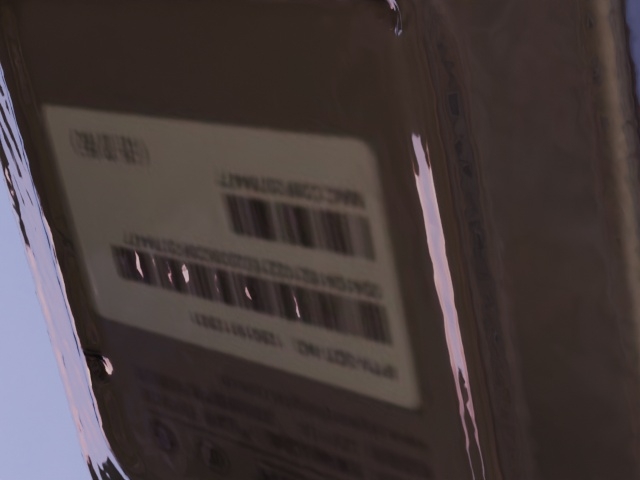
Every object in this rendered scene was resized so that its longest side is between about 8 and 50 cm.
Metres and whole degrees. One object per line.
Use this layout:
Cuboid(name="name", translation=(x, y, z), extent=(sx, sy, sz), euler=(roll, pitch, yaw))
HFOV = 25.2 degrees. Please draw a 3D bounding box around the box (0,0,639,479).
Cuboid(name="box", translation=(0.000, 0.000, 0.613), extent=(0.396, 0.111, 0.396), euler=(10, -62, 48))
